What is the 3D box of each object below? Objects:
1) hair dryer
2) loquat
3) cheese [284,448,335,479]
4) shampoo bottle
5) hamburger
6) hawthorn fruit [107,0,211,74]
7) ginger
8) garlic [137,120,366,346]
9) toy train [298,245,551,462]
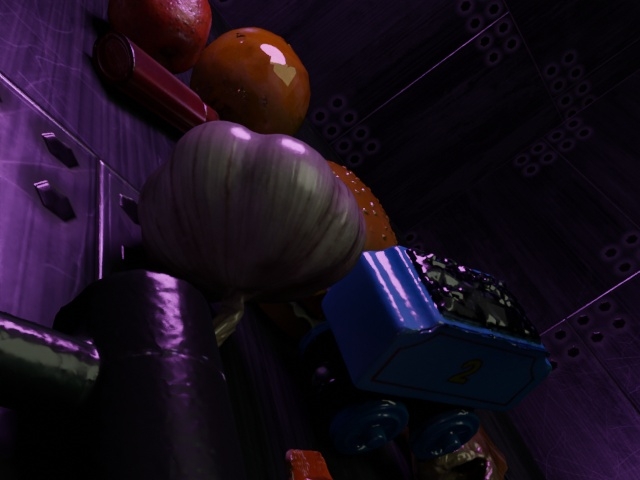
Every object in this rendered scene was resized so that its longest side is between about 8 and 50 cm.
[{"bbox_3d":[-0.166,0.101,0.353,0.303,0.116,0.244,31,23,-38],"label":"hair dryer"},{"bbox_3d":[-0.133,-0.280,1.289,0.235,0.235,0.235,52,11,-14],"label":"loquat"},{"bbox_3d":[0.034,0.306,0.465,0.217,0.129,0.329,40,30,-64],"label":"cheese"},{"bbox_3d":[-0.249,-0.233,1.083,0.102,0.064,0.260,58,11,22],"label":"shampoo bottle"},{"bbox_3d":[0.000,0.000,1.029,0.274,0.212,0.274,51,11,-14],"label":"hamburger"},{"bbox_3d":[-0.270,-0.369,1.155,0.189,0.189,0.189,52,11,-14],"label":"hawthorn fruit"},{"bbox_3d":[0.194,0.331,1.096,0.221,0.130,0.276,46,10,14],"label":"ginger"},{"bbox_3d":[-0.086,0.024,0.697,0.245,0.245,0.253,46,46,-39],"label":"garlic"},{"bbox_3d":[0.130,0.151,0.901,0.301,0.265,0.188,17,33,-34],"label":"toy train"}]
